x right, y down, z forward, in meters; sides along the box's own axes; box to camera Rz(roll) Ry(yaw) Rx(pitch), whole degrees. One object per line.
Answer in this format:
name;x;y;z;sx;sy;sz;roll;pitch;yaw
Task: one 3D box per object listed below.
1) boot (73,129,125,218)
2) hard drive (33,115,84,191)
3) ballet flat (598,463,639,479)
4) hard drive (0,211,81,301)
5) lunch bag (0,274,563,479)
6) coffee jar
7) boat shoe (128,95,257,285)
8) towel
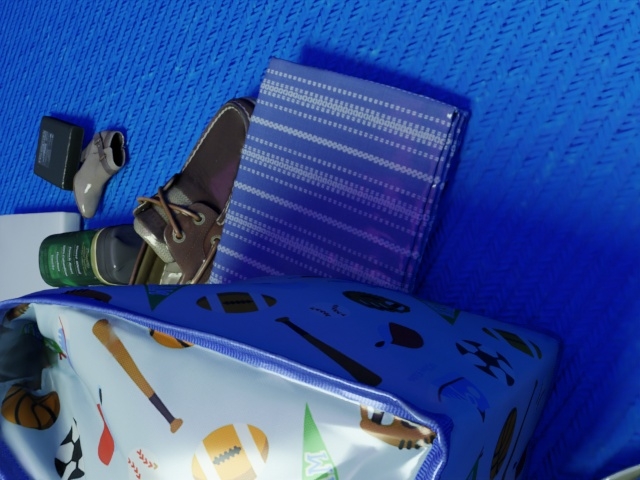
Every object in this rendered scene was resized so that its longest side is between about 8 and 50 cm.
boot;-0.305;-0.096;1.144;0.087;0.042;0.119;-13;78;42
hard drive;-0.393;-0.132;1.224;0.135;0.022;0.094;22;103;52
ballet flat;0.269;0.199;0.560;0.316;0.107;0.106;-23;59;39
hard drive;-0.438;0.113;1.257;0.203;0.040;0.308;0;87;43
lunch bag;-0.048;0.139;0.650;0.385;0.327;0.239;17;98;25
coffee jar;-0.287;0.022;1.084;0.184;0.096;0.079;-6;87;43
boat shoe;-0.154;-0.008;0.943;0.123;0.123;0.342;41;114;36
towel;0.000;0.000;0.840;0.243;0.040;0.336;22;101;32
